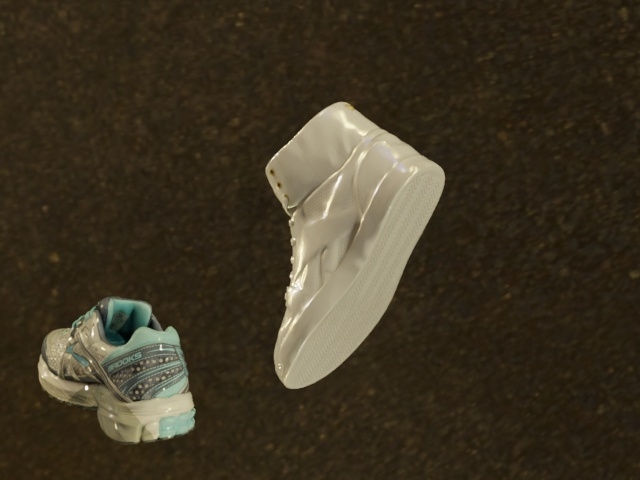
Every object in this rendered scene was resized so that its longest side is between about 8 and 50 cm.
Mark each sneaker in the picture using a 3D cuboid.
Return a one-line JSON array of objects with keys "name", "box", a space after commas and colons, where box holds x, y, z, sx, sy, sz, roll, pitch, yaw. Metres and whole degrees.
[{"name": "sneaker", "box": [-0.206, 0.112, 1.253, 0.283, 0.110, 0.122, 14, 106, 55]}, {"name": "sneaker", "box": [0.000, 0.000, 1.291, 0.169, 0.108, 0.292, 42, 115, 31]}]
